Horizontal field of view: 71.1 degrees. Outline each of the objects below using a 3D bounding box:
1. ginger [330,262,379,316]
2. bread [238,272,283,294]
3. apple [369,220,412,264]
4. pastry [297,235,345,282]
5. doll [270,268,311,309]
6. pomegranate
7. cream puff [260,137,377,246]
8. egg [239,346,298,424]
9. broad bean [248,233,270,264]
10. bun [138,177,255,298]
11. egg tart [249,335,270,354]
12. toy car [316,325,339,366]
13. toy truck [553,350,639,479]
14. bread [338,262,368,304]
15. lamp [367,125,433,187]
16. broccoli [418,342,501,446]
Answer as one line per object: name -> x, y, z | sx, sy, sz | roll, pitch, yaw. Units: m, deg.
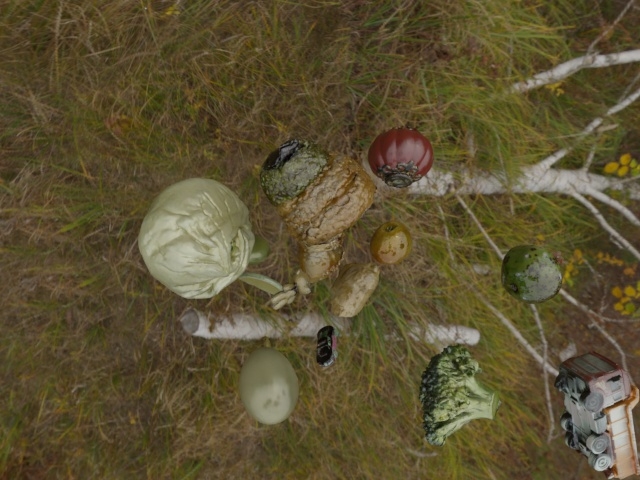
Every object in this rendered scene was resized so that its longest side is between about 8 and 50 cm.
ginger -> 0.108, 0.144, 1.335 | 0.115, 0.193, 0.122 | 33, 144, -9
bread -> -0.214, 0.161, 1.735 | 0.193, 0.112, 0.036 | 26, 63, -17
apple -> 0.290, 0.007, 1.840 | 0.182, 0.182, 0.155 | -15, 124, -14
pastry -> 0.000, 0.000, 1.746 | 0.184, 0.284, 0.316 | -5, 100, -4
doll -> -0.062, 0.100, 0.908 | 0.093, 0.051, 0.061 | -23, 142, -12
pomegranate -> 0.746, 0.102, 1.544 | 0.247, 0.214, 0.214 | -25, 123, -22
cream puff -> -0.021, -0.100, 0.749 | 0.183, 0.183, 0.169 | -42, 115, 3
egg -> -0.164, 0.454, 1.416 | 0.185, 0.242, 0.186 | -10, 142, -8
broad bean -> -0.299, 0.031, 1.487 | 0.263, 0.189, 0.121 | -9, 114, -9
bun -> -0.209, 0.001, 0.823 | 0.229, 0.145, 0.229 | -42, 140, -50
egg tart -> -0.253, 0.536, 1.853 | 0.095, 0.279, 0.279 | 3, 116, -7
toy car -> 0.017, 0.336, 1.439 | 0.069, 0.142, 0.055 | -27, 126, 24
toy truck -> 0.605, 0.380, 0.967 | 0.135, 0.114, 0.271 | -19, 104, -8
bread -> 0.135, 0.192, 1.901 | 0.104, 0.199, 0.199 | -16, 122, 6
lamp -> 0.276, -0.293, 1.543 | 0.226, 0.227, 0.227 | -9, 119, -17
broccoli -> 0.426, 0.485, 1.379 | 0.245, 0.248, 0.288 | 8, 114, 23
